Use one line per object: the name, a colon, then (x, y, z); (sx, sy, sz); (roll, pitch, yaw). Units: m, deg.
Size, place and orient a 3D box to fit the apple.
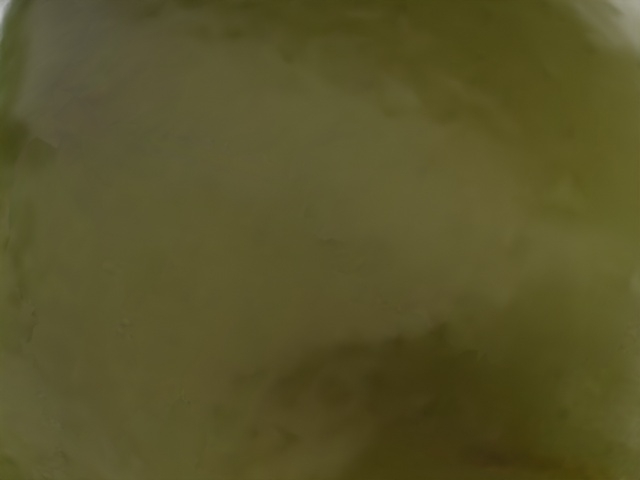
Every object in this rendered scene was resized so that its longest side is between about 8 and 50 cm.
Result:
apple: (0.009, -0.005, 0.516); (0.233, 0.257, 0.295); (130, -35, -49)
